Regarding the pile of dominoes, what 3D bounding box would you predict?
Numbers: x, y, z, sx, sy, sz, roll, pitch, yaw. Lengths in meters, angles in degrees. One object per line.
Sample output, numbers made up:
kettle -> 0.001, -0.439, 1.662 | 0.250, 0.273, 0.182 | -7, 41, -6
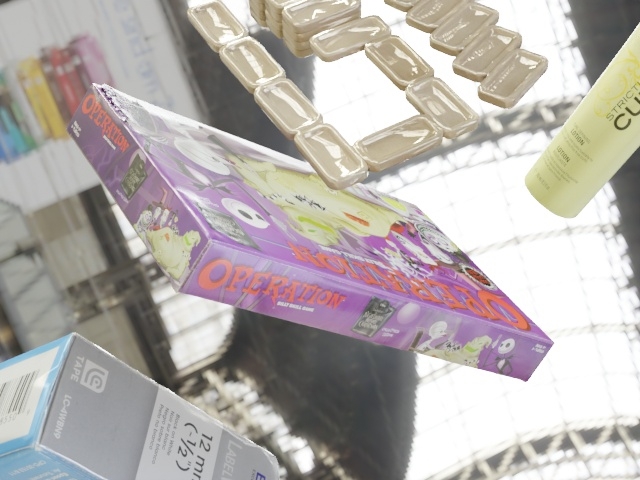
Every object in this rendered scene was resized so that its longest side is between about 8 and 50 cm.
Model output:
pile of dominoes -> 0.034, -0.134, 0.924 | 0.251, 0.196, 0.040 | 52, -22, 40

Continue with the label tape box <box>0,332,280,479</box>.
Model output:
label tape box -> -0.174, 0.234, 1.107 | 0.249, 0.115, 0.347 | -23, -46, 37

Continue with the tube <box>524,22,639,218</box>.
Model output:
tube -> 0.267, -0.124, 1.091 | 0.070, 0.062, 0.240 | 35, -59, -1

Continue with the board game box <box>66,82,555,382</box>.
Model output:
board game box -> 0.000, 0.000, 0.928 | 0.056, 0.347, 0.208 | -54, -135, 19
